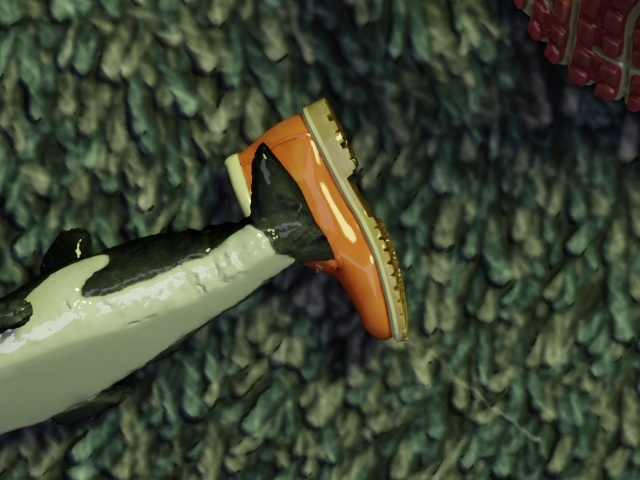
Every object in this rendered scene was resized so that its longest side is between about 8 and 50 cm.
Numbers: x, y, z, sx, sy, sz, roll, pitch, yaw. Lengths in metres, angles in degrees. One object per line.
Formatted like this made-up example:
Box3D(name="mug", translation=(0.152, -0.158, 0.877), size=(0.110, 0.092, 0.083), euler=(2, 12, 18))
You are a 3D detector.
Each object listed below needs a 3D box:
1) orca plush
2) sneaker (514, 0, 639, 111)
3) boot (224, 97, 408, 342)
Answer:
Box3D(name="orca plush", translation=(-0.143, 0.021, 0.603), size=(0.287, 0.151, 0.102), euler=(-35, 58, 18))
Box3D(name="sneaker", translation=(0.243, -0.125, 0.595), size=(0.299, 0.121, 0.112), euler=(36, 60, 5))
Box3D(name="boot", translation=(0.000, 0.000, 0.627), size=(0.084, 0.059, 0.158), euler=(-25, 87, 5))
